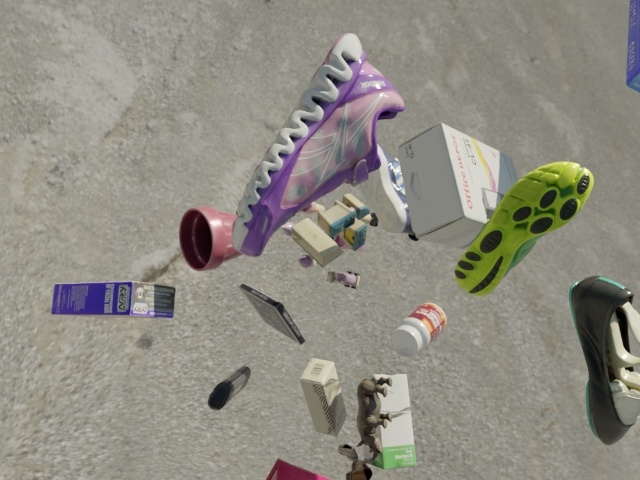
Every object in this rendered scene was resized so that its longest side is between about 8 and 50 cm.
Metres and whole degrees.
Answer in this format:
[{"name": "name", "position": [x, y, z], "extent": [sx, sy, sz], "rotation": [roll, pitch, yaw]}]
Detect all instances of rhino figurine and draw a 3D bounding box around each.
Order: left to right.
[{"name": "rhino figurine", "position": [0.154, 0.527, 1.582], "extent": [0.073, 0.106, 0.244], "rotation": [18, 72, -58]}]

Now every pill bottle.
[{"name": "pill bottle", "position": [0.339, 0.308, 1.839], "extent": [0.221, 0.121, 0.121], "rotation": [-26, 85, -51]}]

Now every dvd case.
[{"name": "dvd case", "position": [-0.161, 0.239, 1.756], "extent": [0.029, 0.238, 0.179], "rotation": [-43, 123, -21]}]

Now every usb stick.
[{"name": "usb stick", "position": [-0.235, 0.385, 1.407], "extent": [0.045, 0.278, 0.077], "rotation": [33, 88, 6]}]

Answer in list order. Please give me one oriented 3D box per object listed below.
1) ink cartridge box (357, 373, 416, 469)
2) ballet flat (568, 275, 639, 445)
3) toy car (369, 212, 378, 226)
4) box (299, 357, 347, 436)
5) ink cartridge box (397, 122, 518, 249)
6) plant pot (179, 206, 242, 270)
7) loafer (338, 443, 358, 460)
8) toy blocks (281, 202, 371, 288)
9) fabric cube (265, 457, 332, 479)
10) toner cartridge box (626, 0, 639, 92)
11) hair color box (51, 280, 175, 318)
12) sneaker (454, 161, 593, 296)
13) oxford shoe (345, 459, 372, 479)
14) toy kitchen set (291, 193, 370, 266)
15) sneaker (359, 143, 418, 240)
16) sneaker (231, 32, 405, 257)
[{"name": "ink cartridge box", "position": [0.217, 0.599, 1.792], "extent": [0.121, 0.211, 0.290], "rotation": [0, 75, -13]}, {"name": "ballet flat", "position": [0.434, 0.188, 0.777], "extent": [0.095, 0.096, 0.281], "rotation": [-26, 106, -32]}, {"name": "toy car", "position": [0.248, -0.083, 2.102], "extent": [0.121, 0.040, 0.060], "rotation": [-8, 75, -6]}, {"name": "box", "position": [0.014, 0.559, 1.894], "extent": [0.113, 0.094, 0.275], "rotation": [-54, 139, -47]}, {"name": "ink cartridge box", "position": [0.331, -0.103, 1.195], "extent": [0.306, 0.131, 0.226], "rotation": [11, 63, -43]}, {"name": "plant pot", "position": [-0.321, -0.010, 1.690], "extent": [0.180, 0.201, 0.202], "rotation": [-7, 74, -44]}, {"name": "loafer", "position": [0.093, 0.702, 1.788], "extent": [0.045, 0.125, 0.039], "rotation": [-4, 86, -20]}, {"name": "toy blocks", "position": [0.000, 0.000, 2.004], "extent": [0.260, 0.288, 0.309], "rotation": [13, 89, -58]}, {"name": "fabric cube", "position": [-0.046, 0.738, 1.264], "extent": [0.258, 0.259, 0.254], "rotation": [25, 17, -9]}, {"name": "toner cartridge box", "position": [0.754, -0.423, 1.139], "extent": [0.165, 0.075, 0.348], "rotation": [25, 56, -2]}, {"name": "hair color box", "position": [-0.646, 0.189, 1.666], "extent": [0.185, 0.338, 0.110], "rotation": [21, 67, -61]}, {"name": "sneaker", "position": [0.351, -0.028, 0.955], "extent": [0.109, 0.296, 0.123], "rotation": [43, 30, 8]}, {"name": "oxford shoe", "position": [0.142, 0.781, 1.781], "extent": [0.076, 0.212, 0.076], "rotation": [-20, 80, 8]}, {"name": "toy kitchen set", "position": [0.044, 0.006, 1.345], "extent": [0.207, 0.166, 0.122], "rotation": [-32, 58, -25]}, {"name": "sneaker", "position": [0.257, -0.150, 1.537], "extent": [0.236, 0.130, 0.323], "rotation": [-2, 54, -25]}, {"name": "sneaker", "position": [0.002, -0.078, 0.519], "extent": [0.104, 0.095, 0.236], "rotation": [33, 87, -11]}]
